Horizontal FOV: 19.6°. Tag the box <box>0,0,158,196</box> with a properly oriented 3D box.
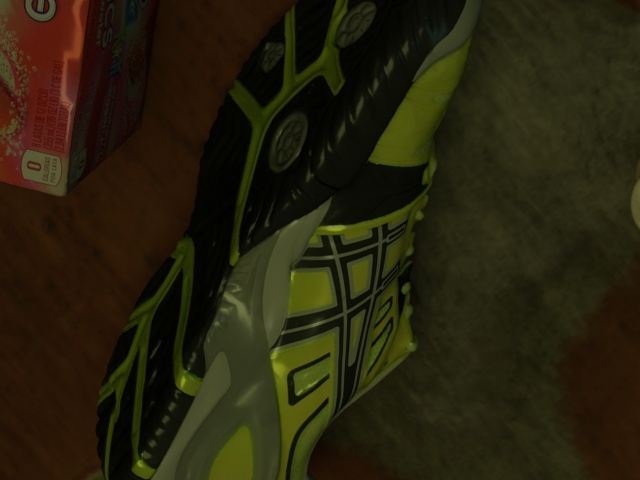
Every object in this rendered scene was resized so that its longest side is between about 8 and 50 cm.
[{"bbox_3d":[-0.171,-0.198,1.079,0.142,0.154,0.300,14,112,8],"label":"box"}]

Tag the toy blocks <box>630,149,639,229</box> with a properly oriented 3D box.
[{"bbox_3d":[0.231,-0.048,1.039,0.123,0.148,0.054,-33,99,21],"label":"toy blocks"}]

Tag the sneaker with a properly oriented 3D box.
[{"bbox_3d":[0.000,0.000,1.136,0.147,0.145,0.385,20,112,-28],"label":"sneaker"}]
